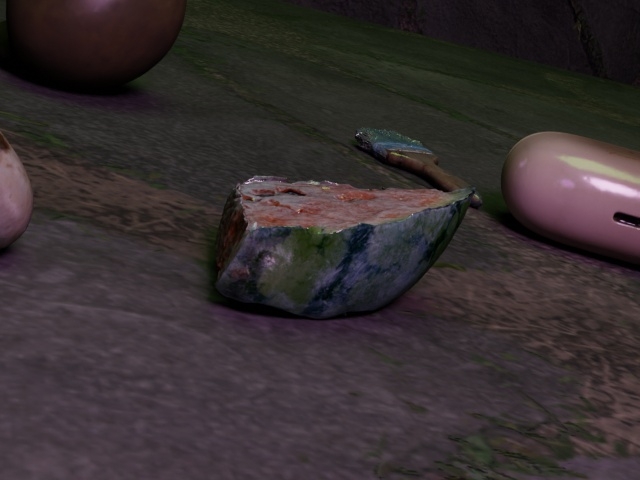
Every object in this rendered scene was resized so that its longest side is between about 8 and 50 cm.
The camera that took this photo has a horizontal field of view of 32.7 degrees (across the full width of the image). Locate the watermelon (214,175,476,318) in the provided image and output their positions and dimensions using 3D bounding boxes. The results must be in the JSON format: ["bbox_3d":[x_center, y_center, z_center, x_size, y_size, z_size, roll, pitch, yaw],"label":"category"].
[{"bbox_3d":[0.000,0.000,0.646,0.187,0.071,0.139,-12,23,-42],"label":"watermelon"}]

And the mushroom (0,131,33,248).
[{"bbox_3d":[-0.192,-0.025,0.554,0.085,0.085,0.079,26,54,34],"label":"mushroom"}]

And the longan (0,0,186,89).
[{"bbox_3d":[-0.223,-0.218,1.023,0.204,0.159,0.185,-18,26,20],"label":"longan"}]

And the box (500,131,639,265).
[{"bbox_3d":[0.256,-0.035,0.947,0.200,0.088,0.146,17,17,2],"label":"box"}]

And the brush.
[{"bbox_3d":[0.101,-0.071,1.052,0.070,0.021,0.196,4,20,-30],"label":"brush"}]
